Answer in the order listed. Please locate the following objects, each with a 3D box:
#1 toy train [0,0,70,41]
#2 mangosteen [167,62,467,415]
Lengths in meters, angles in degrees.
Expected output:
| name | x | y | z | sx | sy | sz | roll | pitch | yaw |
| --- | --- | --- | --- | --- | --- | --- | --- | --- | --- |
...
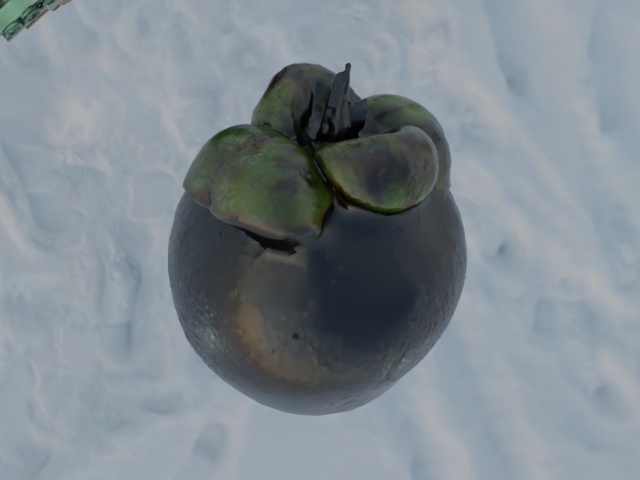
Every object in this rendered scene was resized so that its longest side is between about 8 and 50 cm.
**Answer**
| name | x | y | z | sx | sy | sz | roll | pitch | yaw |
| --- | --- | --- | --- | --- | --- | --- | --- | --- | --- |
| toy train | -0.548 | -0.446 | 1.630 | 0.176 | 0.118 | 0.074 | -39 | 94 | 9 |
| mangosteen | 0.000 | 0.000 | 0.599 | 0.243 | 0.243 | 0.242 | -9 | 109 | -26 |
